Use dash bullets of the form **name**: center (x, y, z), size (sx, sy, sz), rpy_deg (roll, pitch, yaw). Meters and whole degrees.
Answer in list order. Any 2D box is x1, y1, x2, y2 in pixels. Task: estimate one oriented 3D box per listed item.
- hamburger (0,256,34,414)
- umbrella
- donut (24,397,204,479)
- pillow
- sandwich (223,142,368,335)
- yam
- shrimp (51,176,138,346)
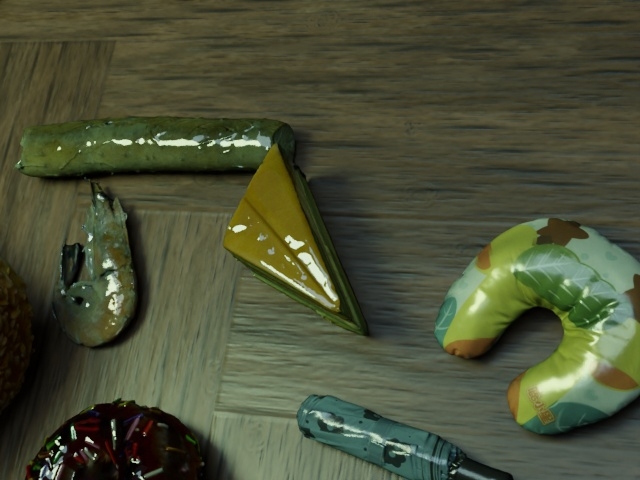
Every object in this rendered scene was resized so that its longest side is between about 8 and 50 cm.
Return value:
- **hamburger**: center (-0.508, 0.118, 1.376), size (0.250, 0.330, 0.330), rpy_deg (26, 78, 25)
- **umbrella**: center (0.088, 0.223, 1.279), size (0.250, 0.052, 0.053), rpy_deg (16, 40, 24)
- **donut**: center (-0.239, 0.281, 1.316), size (0.235, 0.089, 0.235), rpy_deg (-19, 50, 24)
- **pillow**: center (0.250, 0.088, 1.271), size (0.214, 0.086, 0.233), rpy_deg (-47, 64, 8)
- **sandwich**: center (0.000, 0.000, 1.363), size (0.187, 0.117, 0.144), rpy_deg (28, 82, 27)
- **yam**: center (-0.216, -0.120, 1.512), size (0.371, 0.083, 0.083), rpy_deg (-1, 68, 16)
- **shrimp**: center (-0.289, 0.027, 1.493), size (0.126, 0.047, 0.224), rpy_deg (-20, 64, 21)
